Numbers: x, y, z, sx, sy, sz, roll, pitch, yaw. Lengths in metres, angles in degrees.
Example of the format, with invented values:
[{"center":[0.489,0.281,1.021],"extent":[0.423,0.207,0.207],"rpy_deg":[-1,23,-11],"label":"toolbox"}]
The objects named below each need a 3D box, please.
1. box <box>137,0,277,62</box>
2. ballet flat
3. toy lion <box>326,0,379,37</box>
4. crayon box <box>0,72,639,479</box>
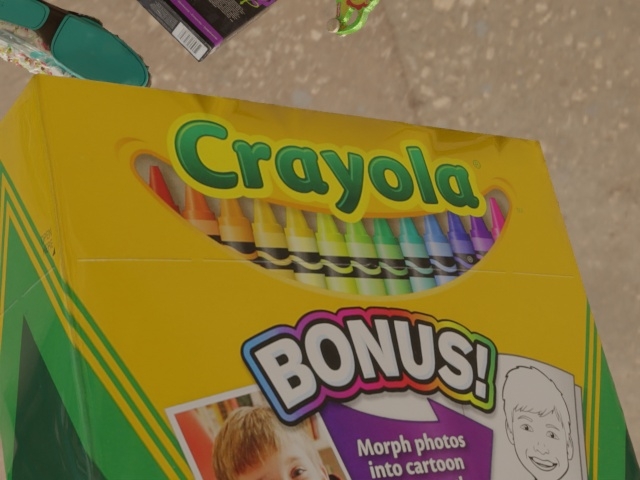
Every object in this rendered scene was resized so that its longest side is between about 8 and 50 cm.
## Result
[{"center":[-0.124,-0.265,1.258],"extent":[0.116,0.162,0.029],"rpy_deg":[45,130,-3],"label":"box"},{"center":[-0.291,-0.208,1.266],"extent":[0.241,0.091,0.077],"rpy_deg":[29,151,-3],"label":"ballet flat"},{"center":[0.058,-0.381,1.890],"extent":[0.096,0.100,0.034],"rpy_deg":[-5,166,40],"label":"toy lion"},{"center":[0.011,0.086,0.658],"extent":[0.362,0.313,0.106],"rpy_deg":[3,156,-38],"label":"crayon box"}]
